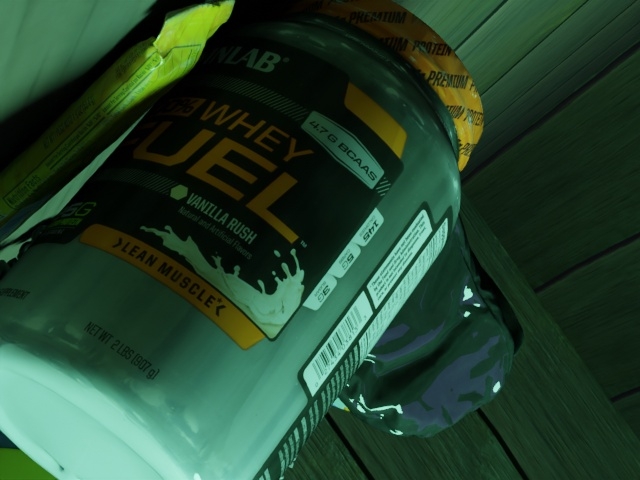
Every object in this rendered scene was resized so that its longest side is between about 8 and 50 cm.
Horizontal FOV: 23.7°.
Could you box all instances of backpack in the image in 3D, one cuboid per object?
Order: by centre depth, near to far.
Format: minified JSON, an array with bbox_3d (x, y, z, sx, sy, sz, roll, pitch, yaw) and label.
[{"bbox_3d":[0.000,0.000,0.721,0.115,0.152,0.182,-28,-148,-14],"label":"backpack"}]

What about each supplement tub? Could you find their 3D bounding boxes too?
[{"bbox_3d":[-0.027,0.003,0.543,0.190,0.117,0.117,-54,-174,-27],"label":"supplement tub"}]

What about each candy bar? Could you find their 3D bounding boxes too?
[{"bbox_3d":[-0.090,-0.030,0.521,0.161,0.018,0.040,-37,178,31],"label":"candy bar"}]

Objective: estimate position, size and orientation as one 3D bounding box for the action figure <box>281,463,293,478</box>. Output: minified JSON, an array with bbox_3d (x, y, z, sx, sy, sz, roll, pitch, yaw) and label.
[{"bbox_3d":[-0.061,0.076,0.921,0.185,0.099,0.285,21,146,-38],"label":"action figure"}]

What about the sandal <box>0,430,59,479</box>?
[{"bbox_3d":[-0.195,0.119,0.864,0.317,0.126,0.138,-21,-130,52],"label":"sandal"}]

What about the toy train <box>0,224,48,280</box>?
[{"bbox_3d":[-0.150,0.032,0.655,0.158,0.036,0.027,-32,176,-36],"label":"toy train"}]
